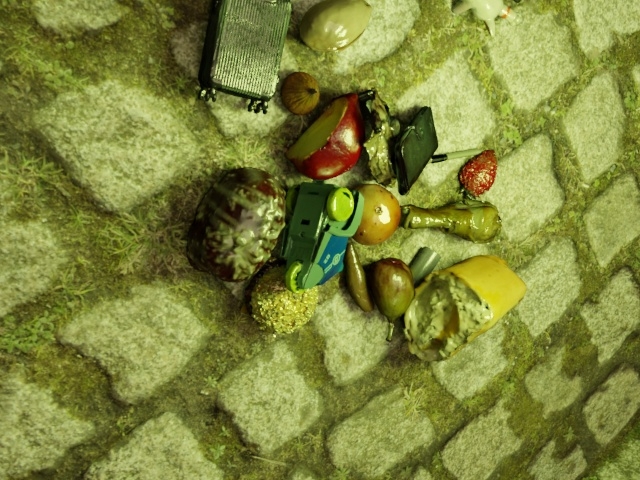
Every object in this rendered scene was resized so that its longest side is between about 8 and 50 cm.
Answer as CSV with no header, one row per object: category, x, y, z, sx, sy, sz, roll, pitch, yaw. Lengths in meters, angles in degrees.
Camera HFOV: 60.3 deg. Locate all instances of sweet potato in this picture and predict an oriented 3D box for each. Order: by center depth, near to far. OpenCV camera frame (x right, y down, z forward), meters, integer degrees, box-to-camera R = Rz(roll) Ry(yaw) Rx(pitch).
sweet potato,0.113,0.125,1.798,0.077,0.077,0.244,-26,107,-18

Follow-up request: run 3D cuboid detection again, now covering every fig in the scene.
fig,-0.039,-0.420,1.531,0.119,0.152,0.119,13,70,-41
fig,0.233,0.194,1.802,0.145,0.170,0.275,0,91,18

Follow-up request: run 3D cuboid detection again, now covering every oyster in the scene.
oyster,0.190,-0.267,1.621,0.361,0.096,0.221,74,30,-41

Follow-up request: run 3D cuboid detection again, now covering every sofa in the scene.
sofa,0.113,-0.392,1.654,0.147,0.060,0.085,-25,114,-19

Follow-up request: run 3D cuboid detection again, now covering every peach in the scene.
peach,0.047,-0.281,1.571,0.267,0.159,0.154,-47,129,10

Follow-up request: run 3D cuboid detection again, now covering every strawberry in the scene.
strawberry,0.564,-0.225,1.916,0.192,0.085,0.141,-26,112,-20

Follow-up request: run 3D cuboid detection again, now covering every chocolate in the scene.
chocolate,-0.216,-0.032,1.506,0.225,0.210,0.340,31,89,-28

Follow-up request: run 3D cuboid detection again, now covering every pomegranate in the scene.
pomegranate,0.152,-0.079,1.695,0.191,0.191,0.192,-7,107,-25

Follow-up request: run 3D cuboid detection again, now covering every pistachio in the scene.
pistachio,0.044,-0.600,1.527,0.223,0.126,0.152,-28,79,-18

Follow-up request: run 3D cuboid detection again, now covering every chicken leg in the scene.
chicken leg,0.434,-0.068,1.860,0.428,0.201,0.153,2,88,-20

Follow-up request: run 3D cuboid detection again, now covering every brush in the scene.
brush,0.434,-0.281,1.861,0.299,0.042,0.039,-11,127,-25

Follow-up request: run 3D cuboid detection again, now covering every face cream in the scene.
face cream,0.311,0.153,1.900,0.073,0.073,0.284,36,87,-30

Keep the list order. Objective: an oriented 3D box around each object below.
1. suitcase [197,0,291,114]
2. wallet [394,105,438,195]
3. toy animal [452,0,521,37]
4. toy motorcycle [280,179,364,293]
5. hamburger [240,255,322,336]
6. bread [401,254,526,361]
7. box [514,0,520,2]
suitcase,-0.201,-0.501,1.426,0.202,0.128,0.313,7,101,-28
wallet,0.297,-0.287,1.683,0.318,0.045,0.173,-51,137,-46
toy animal,0.494,-0.750,1.710,0.141,0.138,0.282,-50,127,3
toy motorcycle,0.000,0.000,1.589,0.199,0.191,0.327,18,84,-49
hamburger,-0.104,0.165,1.657,0.243,0.138,0.262,16,97,-29
bread,0.480,0.204,1.870,0.394,0.250,0.361,-22,157,-45
box,0.576,-0.864,1.715,0.201,0.042,0.213,34,53,-29
